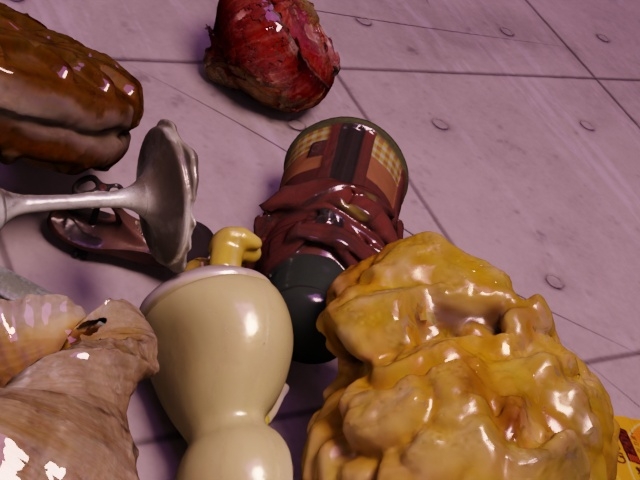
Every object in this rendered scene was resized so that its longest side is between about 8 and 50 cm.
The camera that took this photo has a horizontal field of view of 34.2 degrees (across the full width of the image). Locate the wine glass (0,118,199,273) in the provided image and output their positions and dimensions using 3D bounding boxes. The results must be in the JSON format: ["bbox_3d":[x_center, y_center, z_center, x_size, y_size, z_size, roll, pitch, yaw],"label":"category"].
[{"bbox_3d":[-0.215,-0.025,0.763,0.232,0.156,0.156,-5,49,-29],"label":"wine glass"}]

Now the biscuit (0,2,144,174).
[{"bbox_3d":[-0.311,-0.157,0.913,0.332,0.103,0.332,25,9,-4],"label":"biscuit"}]

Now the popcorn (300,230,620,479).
[{"bbox_3d":[0.111,0.149,0.796,0.265,0.225,0.332,7,57,-35],"label":"popcorn"}]

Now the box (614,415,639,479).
[{"bbox_3d":[0.365,0.246,1.002,0.269,0.043,0.152,9,42,-22],"label":"box"}]

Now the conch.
[{"bbox_3d":[-0.224,0.146,0.666,0.263,0.186,0.324,18,16,11],"label":"conch"}]

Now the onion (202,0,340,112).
[{"bbox_3d":[-0.066,-0.229,1.216,0.184,0.147,0.184,-20,90,-74],"label":"onion"}]

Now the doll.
[{"bbox_3d":[-0.071,0.129,0.816,0.117,0.141,0.296,15,49,-42],"label":"doll"}]

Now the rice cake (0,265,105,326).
[{"bbox_3d":[-0.227,0.063,0.871,0.171,0.029,0.033,29,42,1],"label":"rice cake"}]

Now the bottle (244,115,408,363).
[{"bbox_3d":[0.000,0.000,0.991,0.143,0.156,0.271,51,32,-25],"label":"bottle"}]

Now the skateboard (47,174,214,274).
[{"bbox_3d":[-0.170,-0.010,0.944,0.151,0.080,0.067,16,46,-12],"label":"skateboard"}]
